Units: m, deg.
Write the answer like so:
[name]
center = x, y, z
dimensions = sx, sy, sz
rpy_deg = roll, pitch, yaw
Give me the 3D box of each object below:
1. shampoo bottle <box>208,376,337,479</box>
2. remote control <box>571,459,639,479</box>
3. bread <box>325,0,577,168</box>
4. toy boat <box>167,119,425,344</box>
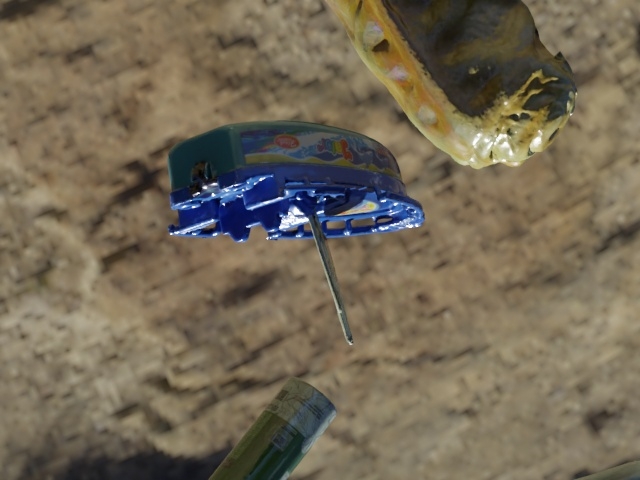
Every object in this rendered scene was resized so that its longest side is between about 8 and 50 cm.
[shampoo bottle]
center = -0.068, 0.226, 1.836
dimensions = 0.204, 0.065, 0.065
rpy_deg = -51, 158, -18
[remote control]
center = 0.092, 0.181, 1.175
dimensions = 0.256, 0.045, 0.097
rpy_deg = -15, 158, 2
[bread]
center = 0.069, -0.145, 1.262
dimensions = 0.088, 0.232, 0.128
rpy_deg = -37, 178, -37
[toy boat]
center = 0.000, 0.000, 0.967
dimensions = 0.091, 0.110, 0.175
rpy_deg = -17, 169, 37
